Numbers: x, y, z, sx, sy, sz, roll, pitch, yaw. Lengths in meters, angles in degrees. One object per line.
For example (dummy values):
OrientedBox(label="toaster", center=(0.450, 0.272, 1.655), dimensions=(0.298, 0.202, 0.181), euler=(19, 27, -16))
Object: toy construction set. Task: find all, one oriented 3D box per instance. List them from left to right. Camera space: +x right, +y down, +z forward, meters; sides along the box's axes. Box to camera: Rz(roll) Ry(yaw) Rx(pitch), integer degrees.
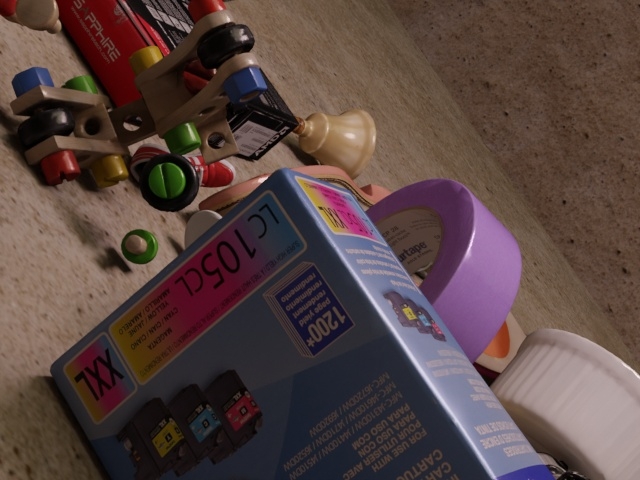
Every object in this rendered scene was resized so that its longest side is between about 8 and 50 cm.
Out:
OrientedBox(label="toy construction set", center=(-0.207, -0.162, 1.437), dimensions=(0.309, 0.257, 0.237), euler=(41, -2, 4))

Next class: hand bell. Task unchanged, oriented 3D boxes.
OrientedBox(label="hand bell", center=(-0.042, -0.178, 2.114), dimensions=(0.242, 0.126, 0.126), euler=(18, 34, -40))

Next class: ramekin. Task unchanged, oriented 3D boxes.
OrientedBox(label="ramekin", center=(0.337, 0.264, 1.825), dimensions=(0.277, 0.135, 0.277), euler=(38, -25, 22))

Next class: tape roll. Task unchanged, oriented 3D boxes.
OrientedBox(label="tape roll", center=(0.093, 0.062, 1.555), dimensions=(0.090, 0.275, 0.275), euler=(44, 17, -26))

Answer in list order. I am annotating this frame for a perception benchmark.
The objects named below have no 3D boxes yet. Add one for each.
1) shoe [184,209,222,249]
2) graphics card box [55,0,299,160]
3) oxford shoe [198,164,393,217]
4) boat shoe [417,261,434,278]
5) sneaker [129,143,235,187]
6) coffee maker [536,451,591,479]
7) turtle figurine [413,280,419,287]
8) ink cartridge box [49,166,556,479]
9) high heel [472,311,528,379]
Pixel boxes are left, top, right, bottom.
OrientedBox(label="shoe", center=(-0.084, 0.048, 1.503), dimensions=(0.178, 0.063, 0.081), euler=(59, 16, 12))
OrientedBox(label="graphics card box", center=(-0.191, -0.241, 1.805), dimensions=(0.233, 0.094, 0.371), euler=(55, 17, 17))
OrientedBox(label="oxford shoe", center=(0.000, 0.000, 1.713), dimensions=(0.397, 0.140, 0.147), euler=(7, 65, -55))
OrientedBox(label="boat shoe", center=(0.211, 0.025, 2.274), dimensions=(0.320, 0.118, 0.103), euler=(44, 11, -47))
OrientedBox(label="sneaker", center=(-0.158, -0.076, 1.542), dimensions=(0.118, 0.042, 0.067), euler=(11, 22, 3))
OrientedBox(label="coffee maker", center=(0.248, 0.334, 1.640), dimensions=(0.178, 0.171, 0.120), euler=(176, -104, -84))
OrientedBox(label="turtle figurine", center=(0.108, 0.170, 1.696), dimensions=(0.269, 0.087, 0.217), euler=(63, 24, -9))
OrientedBox(label="ink cartridge box", center=(0.008, 0.182, 1.053), dimensions=(0.395, 0.270, 0.151), euler=(55, 18, 17))
OrientedBox(label="high heel", center=(0.272, 0.190, 2.189), dimensions=(0.377, 0.181, 0.127), euler=(22, 60, -30))
